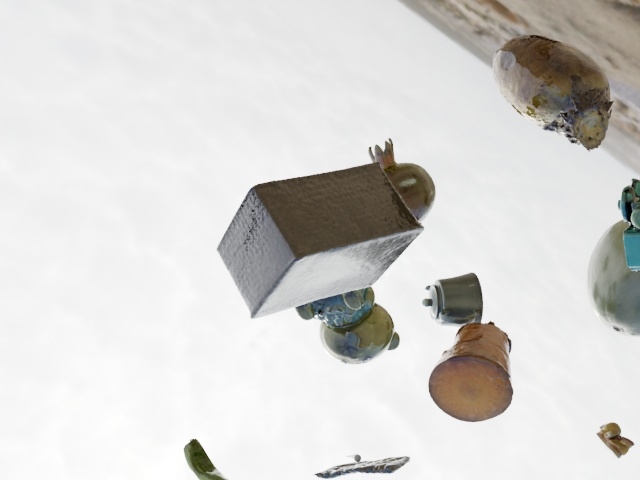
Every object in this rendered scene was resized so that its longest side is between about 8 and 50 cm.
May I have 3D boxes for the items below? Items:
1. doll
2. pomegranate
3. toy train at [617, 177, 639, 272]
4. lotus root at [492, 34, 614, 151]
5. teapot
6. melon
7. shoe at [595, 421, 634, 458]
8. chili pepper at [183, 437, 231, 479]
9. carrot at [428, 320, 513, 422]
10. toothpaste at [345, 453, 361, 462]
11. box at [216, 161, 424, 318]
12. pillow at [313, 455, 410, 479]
[{"bbox_3d":[0.061,0.171,1.533,0.161,0.177,0.260,-81,-31,-53],"label":"doll"},{"bbox_3d":[0.211,-0.144,1.805,0.198,0.246,0.198,4,-165,-1],"label":"pomegranate"},{"bbox_3d":[0.578,-0.029,1.165,0.198,0.107,0.154,-23,-75,-51],"label":"toy train"},{"bbox_3d":[0.397,-0.280,1.196,0.169,0.141,0.314,15,-151,-35],"label":"lotus root"},{"bbox_3d":[0.354,0.172,1.871,0.149,0.162,0.239,0,-160,-5],"label":"teapot"},{"bbox_3d":[0.784,0.082,1.663,0.272,0.308,0.272,21,-166,-6],"label":"melon"},{"bbox_3d":[0.809,0.548,1.868,0.072,0.069,0.109,55,-172,-3],"label":"shoe"},{"bbox_3d":[-0.209,0.457,1.332,0.052,0.050,0.202,-24,-150,-36],"label":"chili pepper"},{"bbox_3d":[0.375,0.291,1.647,0.196,0.196,0.254,39,-151,0],"label":"carrot"},{"bbox_3d":[0.062,0.410,1.285,0.024,0.015,0.083,17,161,0],"label":"toothpaste"},{"bbox_3d":[-0.001,-0.002,1.087,0.273,0.184,0.143,-13,-117,-38],"label":"box"},{"bbox_3d":[0.128,0.669,2.007,0.189,0.256,0.034,23,-123,-63],"label":"pillow"}]
